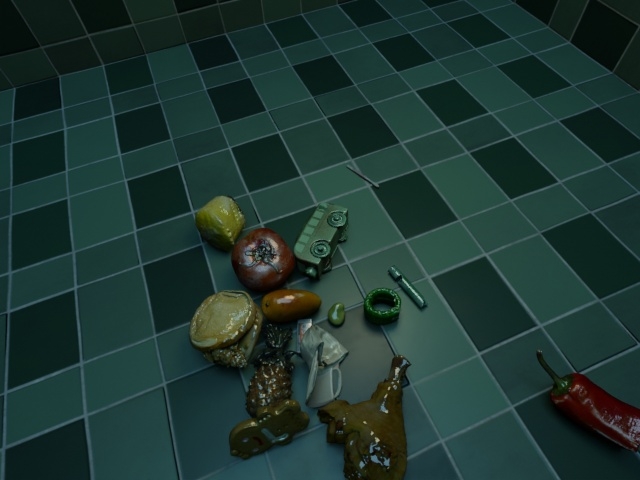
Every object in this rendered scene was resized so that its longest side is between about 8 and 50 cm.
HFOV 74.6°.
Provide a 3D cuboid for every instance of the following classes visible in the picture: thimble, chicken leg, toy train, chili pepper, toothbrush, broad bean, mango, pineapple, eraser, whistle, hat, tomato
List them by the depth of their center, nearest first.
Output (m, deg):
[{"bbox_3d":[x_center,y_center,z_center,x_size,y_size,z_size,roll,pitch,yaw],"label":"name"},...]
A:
[{"bbox_3d":[0.763,0.466,1.244,0.338,0.131,0.135,31,87,18],"label":"chili pepper"},{"bbox_3d":[0.140,0.511,1.245,0.295,0.182,0.409,7,51,28],"label":"chicken leg"},{"bbox_3d":[-0.016,0.397,1.330,0.164,0.219,0.226,22,76,35],"label":"hat"},{"bbox_3d":[-0.143,0.407,1.344,0.170,0.141,0.310,0,48,4],"label":"pineapple"},{"bbox_3d":[-0.053,0.331,1.445,0.052,0.029,0.122,-3,55,1],"label":"eraser"},{"bbox_3d":[-0.096,0.228,1.455,0.217,0.141,0.102,-4,44,-24],"label":"mango"},{"bbox_3d":[0.217,0.230,1.463,0.130,0.090,0.118,18,57,15],"label":"thimble"},{"bbox_3d":[0.057,0.258,1.483,0.063,0.045,0.083,13,64,-2],"label":"broad bean"},{"bbox_3d":[0.317,0.169,1.531,0.039,0.039,0.186,-30,60,-16],"label":"whistle"},{"bbox_3d":[-0.211,0.078,1.534,0.231,0.188,0.232,-1,72,3],"label":"tomato"},{"bbox_3d":[0.000,0.000,1.612,0.159,0.129,0.326,17,58,19],"label":"toy train"},{"bbox_3d":[0.187,-0.285,1.862,0.014,0.017,0.194,-39,62,-20],"label":"toothbrush"}]

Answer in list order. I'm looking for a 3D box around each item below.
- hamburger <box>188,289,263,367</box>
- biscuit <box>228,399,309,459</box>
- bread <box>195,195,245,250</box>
[{"bbox_3d":[-0.308,0.289,1.402,0.243,0.146,0.286,-36,45,-3],"label":"hamburger"},{"bbox_3d":[-0.156,0.552,1.216,0.248,0.184,0.035,-25,34,-2],"label":"biscuit"},{"bbox_3d":[-0.389,-0.066,1.651,0.197,0.197,0.170,22,53,17],"label":"bread"}]
